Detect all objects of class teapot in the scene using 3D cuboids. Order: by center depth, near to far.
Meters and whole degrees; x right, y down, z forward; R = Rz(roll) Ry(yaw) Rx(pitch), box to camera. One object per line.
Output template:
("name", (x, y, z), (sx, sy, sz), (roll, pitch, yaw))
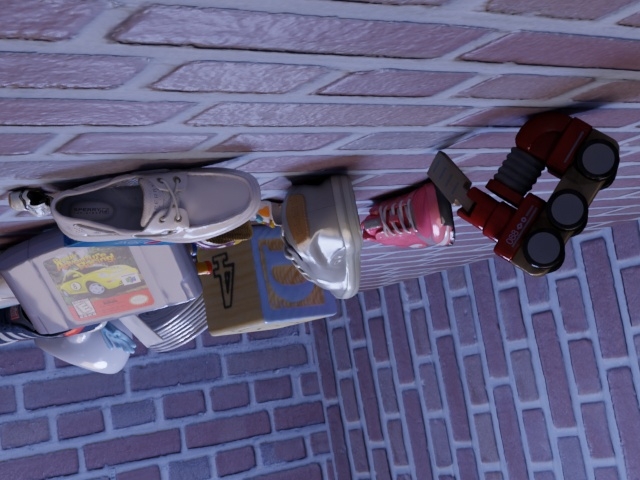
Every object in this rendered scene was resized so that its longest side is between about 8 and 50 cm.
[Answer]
("teapot", (-0.551, 0.196, 2.625), (0.252, 0.187, 0.256), (23, 178, -43))

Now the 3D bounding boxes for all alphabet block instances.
("alphabet block", (-0.110, 0.078, 2.195), (0.192, 0.193, 0.197), (-2, 170, -39))

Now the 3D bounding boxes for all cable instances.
("cable", (-0.308, 0.150, 2.467), (0.257, 0.089, 0.257), (-21, -156, 41))

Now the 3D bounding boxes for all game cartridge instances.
("game cartridge", (-0.359, 0.050, 1.777), (0.294, 0.060, 0.196), (-14, 132, 4))

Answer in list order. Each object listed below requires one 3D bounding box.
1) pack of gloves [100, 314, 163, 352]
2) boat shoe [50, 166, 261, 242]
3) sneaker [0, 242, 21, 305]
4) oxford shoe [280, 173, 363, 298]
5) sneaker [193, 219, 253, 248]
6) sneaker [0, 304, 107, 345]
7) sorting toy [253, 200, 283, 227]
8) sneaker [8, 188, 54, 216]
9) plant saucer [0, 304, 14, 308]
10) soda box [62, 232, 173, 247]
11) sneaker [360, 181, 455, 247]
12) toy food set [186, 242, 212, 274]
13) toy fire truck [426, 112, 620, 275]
("pack of gloves", (-0.473, 0.168, 2.368), (0.195, 0.232, 0.046), (-24, -156, 55))
("boat shoe", (-0.217, -0.045, 1.439), (0.277, 0.098, 0.096), (-8, 174, -1))
("sneaker", (-0.547, 0.047, 1.866), (0.290, 0.106, 0.123), (-2, 139, 4))
("oxford shoe", (0.000, 0.000, 1.846), (0.130, 0.169, 0.449), (-13, 166, -1))
("sneaker", (-0.193, -0.012, 1.852), (0.084, 0.069, 0.185), (-19, 168, 28))
("sneaker", (-0.621, 0.146, 2.246), (0.350, 0.131, 0.148), (-8, 174, 10))
("sorting toy", (-0.099, -0.047, 1.867), (0.075, 0.044, 0.083), (8, -179, 26))
("sneaker", (-0.373, -0.050, 1.449), (0.037, 0.032, 0.083), (-13, 173, 26))
("plant saucer", (-0.657, 0.109, 2.062), (0.318, 0.043, 0.317), (-10, -177, 1))
("soda box", (-0.276, -0.030, 1.604), (0.071, 0.067, 0.210), (-15, 171, 38))
("sneaker", (0.154, -0.030, 1.999), (0.136, 0.116, 0.314), (-7, 173, -11))
("toy food set", (-0.294, 0.045, 1.990), (0.105, 0.111, 0.232), (-5, 169, -32))
("toy fire truck", (0.274, -0.091, 1.561), (0.246, 0.217, 0.158), (32, -177, 13))
